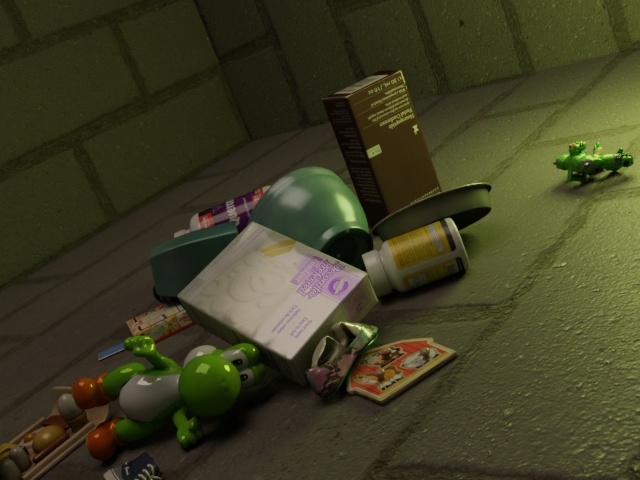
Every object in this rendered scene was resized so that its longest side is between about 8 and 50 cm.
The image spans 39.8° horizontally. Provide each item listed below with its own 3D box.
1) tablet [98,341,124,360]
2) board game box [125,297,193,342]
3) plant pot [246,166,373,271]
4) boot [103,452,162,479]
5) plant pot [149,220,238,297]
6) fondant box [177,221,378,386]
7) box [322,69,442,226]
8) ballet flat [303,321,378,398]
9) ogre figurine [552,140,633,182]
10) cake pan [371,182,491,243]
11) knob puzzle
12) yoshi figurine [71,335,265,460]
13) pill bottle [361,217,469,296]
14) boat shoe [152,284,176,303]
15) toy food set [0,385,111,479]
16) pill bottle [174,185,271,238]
[{"bbox_3d":[-0.528,0.281,2.263,0.083,0.006,0.054,-24,17,-5],"label":"tablet"},{"bbox_3d":[-0.396,0.202,2.276,0.193,0.045,0.147,-25,17,-13],"label":"board game box"},{"bbox_3d":[0.000,0.000,2.068,0.293,0.293,0.196,-29,43,-22],"label":"plant pot"},{"bbox_3d":[-0.301,0.403,1.469,0.086,0.069,0.190,-31,16,-19],"label":"boot"},{"bbox_3d":[-0.322,0.060,2.318,0.234,0.166,0.166,-10,12,-6],"label":"plant pot"},{"bbox_3d":[-0.088,0.117,1.771,0.330,0.096,0.238,24,59,36],"label":"fondant box"},{"bbox_3d":[0.170,-0.240,2.360,0.191,0.382,0.143,-30,20,-23],"label":"box"},{"bbox_3d":[0.037,0.199,1.625,0.077,0.079,0.221,-34,7,40],"label":"ballet flat"},{"bbox_3d":[0.645,-0.188,2.116,0.118,0.097,0.197,-8,28,-17],"label":"ogre figurine"},{"bbox_3d":[0.261,-0.048,2.020,0.293,0.054,0.293,-19,-12,-4],"label":"cake pan"},{"bbox_3d":[0.124,0.217,1.589,0.213,0.030,0.213,-21,16,6],"label":"knob puzzle"},{"bbox_3d":[-0.284,0.282,1.638,0.362,0.204,0.203,-20,41,11],"label":"yoshi figurine"},{"bbox_3d":[0.202,0.040,1.892,0.208,0.119,0.119,-20,16,4],"label":"pill bottle"},{"bbox_3d":[-0.429,0.143,2.467,0.073,0.080,0.223,-32,17,4],"label":"boat shoe"},{"bbox_3d":[-0.605,0.402,1.823,0.219,0.092,0.306,-7,22,42],"label":"toy food set"},{"bbox_3d":[-0.252,-0.024,2.570,0.322,0.182,0.181,-22,16,1],"label":"pill bottle"}]
